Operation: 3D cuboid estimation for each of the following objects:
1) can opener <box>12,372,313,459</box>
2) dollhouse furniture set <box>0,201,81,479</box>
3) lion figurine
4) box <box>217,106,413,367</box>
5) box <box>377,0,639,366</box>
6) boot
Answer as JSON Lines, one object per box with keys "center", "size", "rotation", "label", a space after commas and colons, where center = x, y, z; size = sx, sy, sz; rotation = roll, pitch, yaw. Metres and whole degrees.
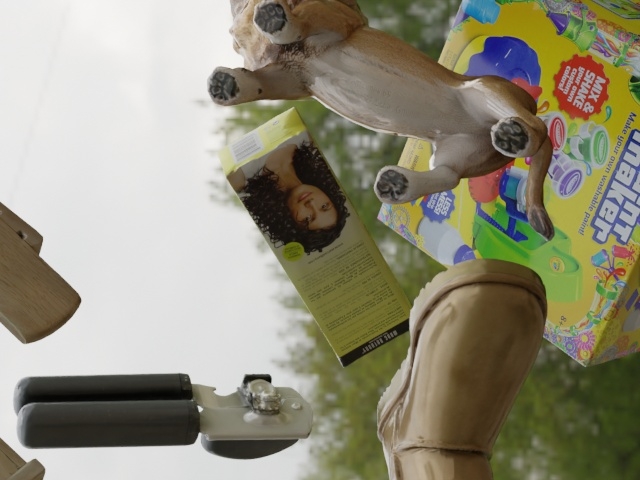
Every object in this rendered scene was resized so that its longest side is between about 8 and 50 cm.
{"center": [-0.139, 0.167, 1.422], "size": [0.074, 0.280, 0.093], "rotation": [-115, 35, -53], "label": "can opener"}
{"center": [-0.298, 0.175, 1.102], "size": [0.286, 0.198, 0.303], "rotation": [-39, -15, -37], "label": "dollhouse furniture set"}
{"center": [0.063, -0.132, 1.319], "size": [0.142, 0.392, 0.240], "rotation": [-59, -14, 22], "label": "lion figurine"}
{"center": [0.000, 0.000, 1.404], "size": [0.232, 0.087, 0.058], "rotation": [58, -176, -29], "label": "box"}
{"center": [0.251, -0.085, 1.495], "size": [0.177, 0.279, 0.290], "rotation": [-9, -53, -48], "label": "box"}
{"center": [0.099, 0.181, 1.010], "size": [0.236, 0.089, 0.270], "rotation": [106, 167, -50], "label": "boot"}
